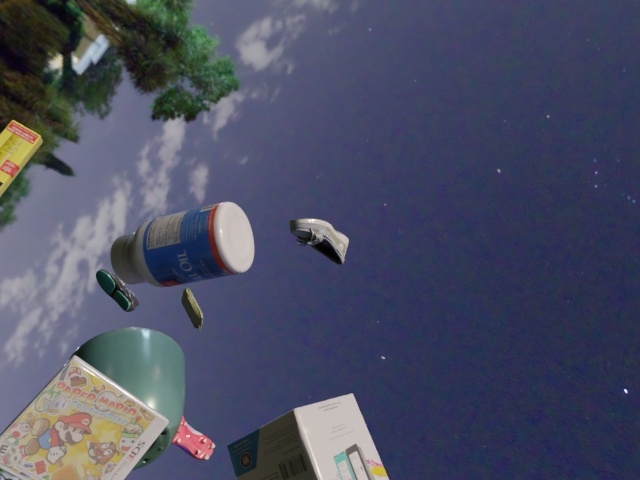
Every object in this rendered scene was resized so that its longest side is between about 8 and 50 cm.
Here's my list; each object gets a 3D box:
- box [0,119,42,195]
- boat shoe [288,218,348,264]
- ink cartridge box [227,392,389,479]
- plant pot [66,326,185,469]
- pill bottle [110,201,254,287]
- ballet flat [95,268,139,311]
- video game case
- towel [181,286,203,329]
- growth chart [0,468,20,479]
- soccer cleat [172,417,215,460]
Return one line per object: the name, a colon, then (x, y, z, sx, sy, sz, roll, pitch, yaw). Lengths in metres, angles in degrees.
box: (-0.892, -0.219, 1.259, 0.058, 0.087, 0.232, -17, -137, 61)
boat shoe: (-0.001, 0.001, 1.662, 0.118, 0.320, 0.102, -8, -113, 32)
ink cartridge box: (-0.007, 0.466, 0.841, 0.198, 0.197, 0.269, -37, -117, 27)
plant pot: (-0.464, 0.397, 1.081, 0.293, 0.293, 0.235, -48, -145, 6)
pill bottle: (-0.238, 0.014, 0.771, 0.222, 0.124, 0.124, -12, -124, 17)
ballet flat: (-0.720, 0.178, 1.603, 0.203, 0.074, 0.074, 41, -86, 17)
video game case: (-0.438, 0.363, 0.829, 0.206, 0.227, 0.026, -52, -160, -20)
towel: (-0.485, 0.258, 1.698, 0.148, 0.027, 0.110, 54, -38, 20)
growth chart: (-0.771, 0.560, 1.077, 0.021, 0.237, 0.172, -45, 180, 1)
soccer cleat: (-0.419, 0.570, 1.327, 0.095, 0.248, 0.083, -16, -146, 40)
